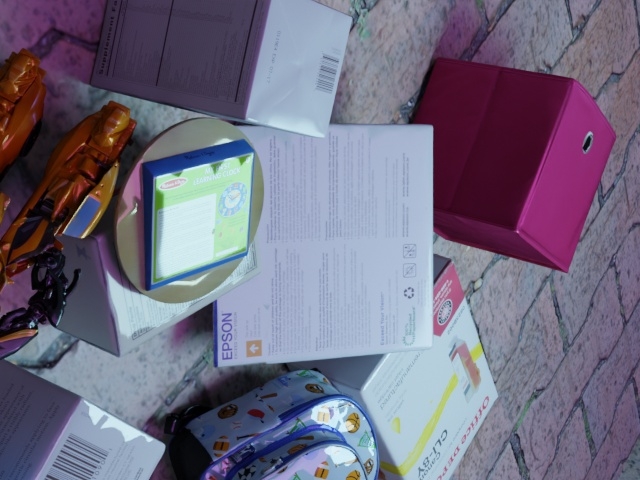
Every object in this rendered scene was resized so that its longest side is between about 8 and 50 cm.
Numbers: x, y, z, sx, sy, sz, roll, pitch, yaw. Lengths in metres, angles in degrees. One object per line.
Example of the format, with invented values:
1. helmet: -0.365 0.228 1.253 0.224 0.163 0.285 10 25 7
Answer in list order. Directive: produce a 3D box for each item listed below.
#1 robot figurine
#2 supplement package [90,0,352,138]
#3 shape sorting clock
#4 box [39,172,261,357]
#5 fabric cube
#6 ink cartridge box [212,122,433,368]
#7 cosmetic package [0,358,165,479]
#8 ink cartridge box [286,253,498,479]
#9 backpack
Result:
1. robot figurine: -0.309 -0.033 0.913 0.291 0.211 0.085 -65 -172 -25
2. supplement package: -0.112 -0.204 1.039 0.134 0.244 0.139 6 99 -53
3. shape sorting clock: -0.138 -0.031 1.029 0.206 0.040 0.206 -28 131 -39
4. box: -0.196 0.007 1.109 0.232 0.127 0.148 -30 125 -43
5. fabric cube: 0.307 -0.124 1.606 0.254 0.259 0.258 30 79 -54
6. ink cartridge box: 0.000 0.000 1.324 0.330 0.071 0.324 -2 96 -21
7. cosmetic package: -0.299 0.230 1.010 0.151 0.184 0.151 -62 142 -16
8. ink cartridge box: 0.136 0.233 1.599 0.279 0.160 0.384 -52 139 -27
9. backpack: -0.046 0.315 1.330 0.263 0.213 0.276 -34 130 -27
